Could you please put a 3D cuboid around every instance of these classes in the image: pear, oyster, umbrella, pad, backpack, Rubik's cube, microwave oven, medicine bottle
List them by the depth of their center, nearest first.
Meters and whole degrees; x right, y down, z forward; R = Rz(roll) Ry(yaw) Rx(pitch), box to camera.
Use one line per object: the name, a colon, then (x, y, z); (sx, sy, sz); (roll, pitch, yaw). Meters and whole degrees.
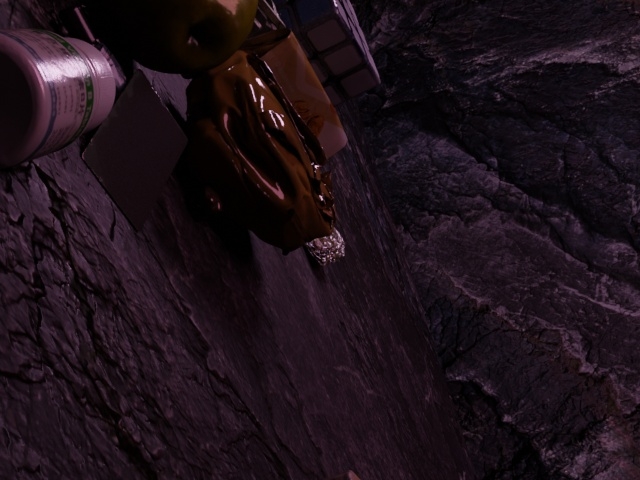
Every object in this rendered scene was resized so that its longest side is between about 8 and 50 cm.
medicine bottle: (-0.310, -0.156, 1.023); (0.139, 0.139, 0.237); (65, 12, -7)
pad: (-0.257, -0.131, 1.360); (0.143, 0.003, 0.211); (58, 34, -32)
umbrella: (-0.303, -0.220, 1.384); (0.053, 0.052, 0.250); (-47, 118, -41)
pear: (-0.235, -0.409, 1.565); (0.253, 0.253, 0.307); (50, 16, -53)
backpack: (-0.109, -0.140, 1.708); (0.378, 0.201, 0.353); (57, 14, -29)
microwave oven: (-0.191, -0.496, 2.082); (0.129, 0.163, 0.205); (54, 8, 33)
oyster: (0.000, 0.000, 2.268); (0.125, 0.064, 0.177); (50, 24, -4)
Rubik's cube: (-0.068, -0.501, 2.350); (0.304, 0.305, 0.301); (46, 24, -54)

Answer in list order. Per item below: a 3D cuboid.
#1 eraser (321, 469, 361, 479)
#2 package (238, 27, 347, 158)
eraser: (0.094, 0.522, 1.618); (0.343, 0.078, 0.144); (55, 16, -45)
package: (-0.109, -0.300, 2.115); (0.165, 0.221, 0.311); (48, -7, 50)
